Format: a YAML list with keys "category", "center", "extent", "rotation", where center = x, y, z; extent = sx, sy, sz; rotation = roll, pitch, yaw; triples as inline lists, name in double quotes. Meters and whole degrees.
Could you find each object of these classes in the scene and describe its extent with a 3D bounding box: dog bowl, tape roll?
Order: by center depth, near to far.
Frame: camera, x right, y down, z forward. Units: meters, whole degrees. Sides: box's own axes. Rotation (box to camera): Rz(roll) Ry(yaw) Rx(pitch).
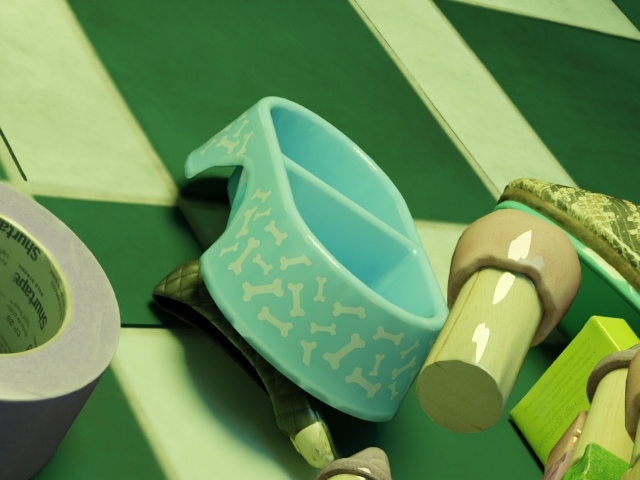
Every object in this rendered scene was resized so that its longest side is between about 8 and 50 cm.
- category: "tape roll"
  center: [-0.211, 0.043, 0.903]
  extent: [0.189, 0.080, 0.189]
  rotation: [25, 30, -16]
- category: "dog bowl"
  center: [0.000, 0.000, 1.121]
  extent: [0.166, 0.074, 0.297]
  rotation: [33, 20, -24]

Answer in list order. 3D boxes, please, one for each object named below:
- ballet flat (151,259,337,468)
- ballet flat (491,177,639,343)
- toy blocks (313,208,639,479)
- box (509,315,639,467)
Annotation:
- category: "ballet flat"
  center: [-0.045, 0.082, 1.056]
  extent: [0.049, 0.057, 0.173]
  rotation: [-32, 61, -14]
- category: "ballet flat"
  center: [0.327, 0.114, 1.225]
  extent: [0.182, 0.164, 0.483]
  rotation: [-28, 62, -15]
- category: "toy blocks"
  center: [0.161, 0.149, 0.902]
  extent: [0.309, 0.288, 0.260]
  rotation: [31, 35, 2]
- category: "box"
  center: [0.213, 0.151, 1.129]
  extent: [0.042, 0.109, 0.178]
  rotation: [7, 40, -41]
